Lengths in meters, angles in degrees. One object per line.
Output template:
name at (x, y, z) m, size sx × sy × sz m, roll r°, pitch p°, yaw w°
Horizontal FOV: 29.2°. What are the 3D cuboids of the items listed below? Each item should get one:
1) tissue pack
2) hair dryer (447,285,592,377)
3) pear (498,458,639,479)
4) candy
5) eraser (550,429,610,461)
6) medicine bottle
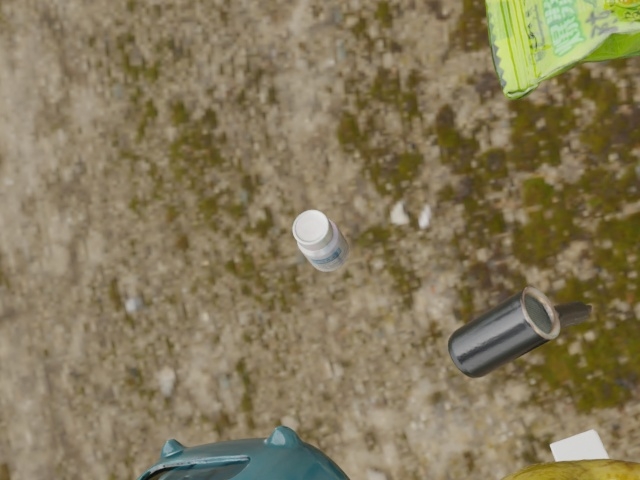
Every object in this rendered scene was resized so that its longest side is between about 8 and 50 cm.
tissue pack at (-0.096, 0.321, 1.321) m, size 0.287 × 0.198 × 0.206 m, roll -15°, pitch 104°, yaw 42°
hair dryer at (0.273, 0.111, 1.555) m, size 0.128 × 0.255 × 0.070 m, roll -35°, pitch 72°, yaw 32°
pear at (0.233, 0.338, 1.046) m, size 0.314 × 0.314 × 0.314 m, roll 15°, pitch 110°, yaw 48°
candy at (0.287, -0.227, 1.204) m, size 0.069 × 0.246 × 0.149 m, roll 75°, pitch -173°, yaw -63°
eraser at (0.413, 0.398, 1.784) m, size 0.298 × 0.078 × 0.076 m, roll -100°, pitch -12°, yaw -64°
medicine bottle at (0.000, 0.000, 1.463) m, size 0.052 × 0.089 × 0.052 m, roll -6°, pitch 68°, yaw 14°
